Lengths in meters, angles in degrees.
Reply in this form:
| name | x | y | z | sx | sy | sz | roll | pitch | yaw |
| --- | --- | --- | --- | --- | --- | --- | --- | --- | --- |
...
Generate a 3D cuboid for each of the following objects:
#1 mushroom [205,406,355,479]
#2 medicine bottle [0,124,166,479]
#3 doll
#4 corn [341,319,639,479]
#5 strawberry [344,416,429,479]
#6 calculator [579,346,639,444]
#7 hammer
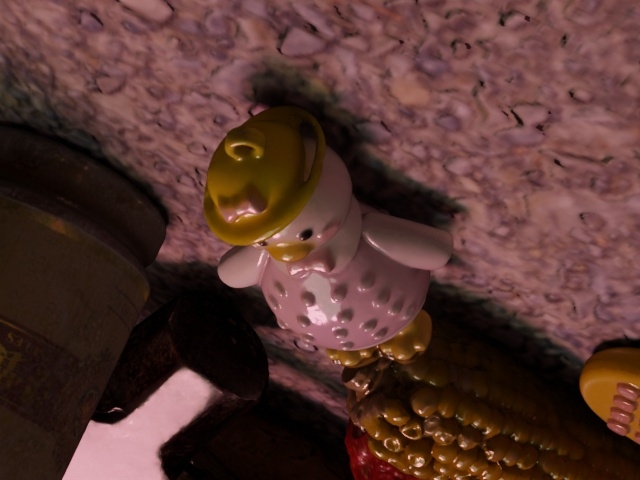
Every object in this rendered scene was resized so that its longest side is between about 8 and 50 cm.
| name | x | y | z | sx | sy | sz | roll | pitch | yaw |
| --- | --- | --- | --- | --- | --- | --- | --- | --- | --- |
| mushroom | -0.092 | 0.203 | 1.548 | 0.297 | 0.163 | 0.278 | 22 | 152 | 10 |
| medicine bottle | -0.216 | 0.102 | 1.159 | 0.151 | 0.322 | 0.151 | 21 | 161 | 8 |
| doll | 0.000 | 0.000 | 1.007 | 0.129 | 0.081 | 0.207 | -6 | 148 | 22 |
| corn | 0.143 | 0.137 | 1.188 | 0.320 | 0.097 | 0.097 | 30 | 160 | -25 |
| strawberry | 0.084 | 0.170 | 1.300 | 0.148 | 0.131 | 0.131 | 25 | 163 | -30 |
| calculator | 0.253 | 0.116 | 1.090 | 0.234 | 0.032 | 0.146 | 22 | 161 | 11 |
| hammer | -0.031 | 0.224 | 1.372 | 0.409 | 0.095 | 0.242 | 40 | 116 | -17 |
